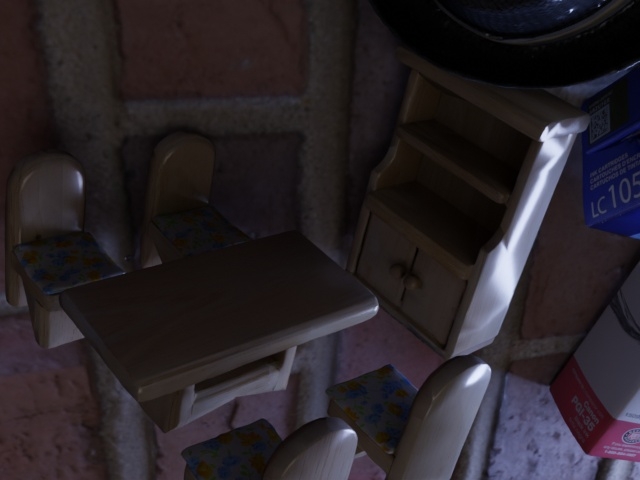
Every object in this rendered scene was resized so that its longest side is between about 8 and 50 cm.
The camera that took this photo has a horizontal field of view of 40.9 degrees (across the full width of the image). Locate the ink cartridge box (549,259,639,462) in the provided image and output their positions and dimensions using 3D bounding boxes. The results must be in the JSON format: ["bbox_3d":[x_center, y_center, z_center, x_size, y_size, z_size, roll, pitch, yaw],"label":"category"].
[{"bbox_3d":[0.439,0.129,1.013,0.207,0.117,0.283,12,123,-20],"label":"ink cartridge box"}]

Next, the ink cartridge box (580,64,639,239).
[{"bbox_3d":[0.431,-0.088,0.784,0.396,0.151,0.270,13,158,-20],"label":"ink cartridge box"}]

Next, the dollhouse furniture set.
[{"bbox_3d":[0.000,0.000,0.697,0.394,0.362,0.256,-16,132,-38],"label":"dollhouse furniture set"}]

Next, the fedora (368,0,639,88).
[{"bbox_3d":[0.136,-0.259,0.541,0.334,0.152,0.333,5,107,17],"label":"fedora"}]
